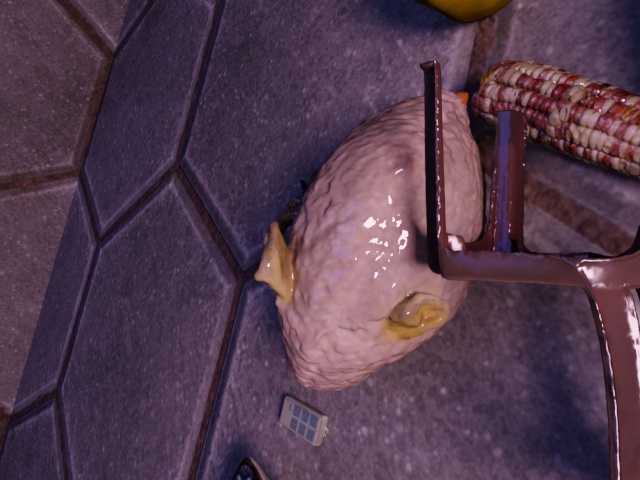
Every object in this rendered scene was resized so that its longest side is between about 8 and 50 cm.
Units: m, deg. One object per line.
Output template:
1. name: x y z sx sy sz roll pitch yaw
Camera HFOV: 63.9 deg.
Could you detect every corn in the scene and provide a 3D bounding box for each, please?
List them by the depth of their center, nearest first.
1. corn: 0.244 -0.112 0.482 0.237 0.080 0.079 44 110 44

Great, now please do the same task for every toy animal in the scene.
1. toy animal: 0.067 -0.002 0.522 0.188 0.226 0.358 22 87 12

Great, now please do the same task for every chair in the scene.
1. chair: 0.181 0.040 0.373 0.183 0.176 0.326 3 88 42

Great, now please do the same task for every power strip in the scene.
1. power strip: -0.024 0.243 0.695 0.090 0.016 0.040 10 85 49

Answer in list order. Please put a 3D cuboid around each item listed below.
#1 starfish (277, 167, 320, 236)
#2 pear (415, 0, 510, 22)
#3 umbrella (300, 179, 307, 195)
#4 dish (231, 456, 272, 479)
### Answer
1. starfish: -0.005 -0.019 0.690 0.146 0.074 0.189 10 65 36
2. pear: 0.174 -0.332 0.583 0.162 0.149 0.148 -49 45 25
3. umbrella: 0.005 0.001 0.747 0.269 0.044 0.044 -103 23 -44
4. dish: -0.075 0.423 0.639 0.182 0.080 0.243 40 108 48
